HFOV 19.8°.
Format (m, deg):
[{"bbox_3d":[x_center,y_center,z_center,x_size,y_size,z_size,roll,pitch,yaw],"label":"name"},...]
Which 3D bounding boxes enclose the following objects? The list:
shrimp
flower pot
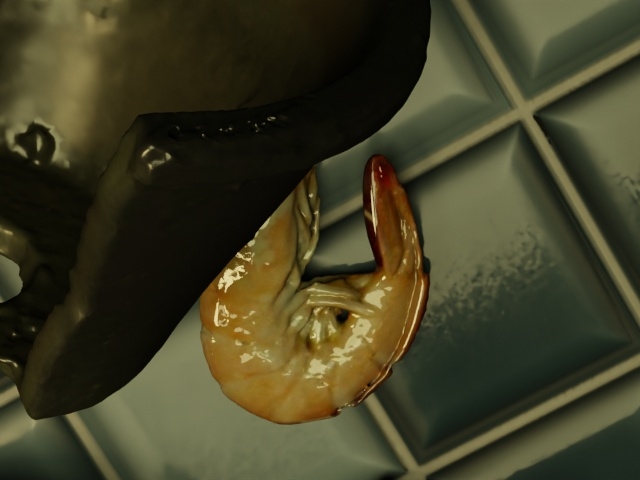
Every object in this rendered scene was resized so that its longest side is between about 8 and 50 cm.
[{"bbox_3d":[-0.001,0.001,1.056,0.133,0.053,0.236,8,110,4],"label":"shrimp"},{"bbox_3d":[-0.153,-0.078,0.935,0.379,0.379,0.251,18,127,-1],"label":"flower pot"}]
